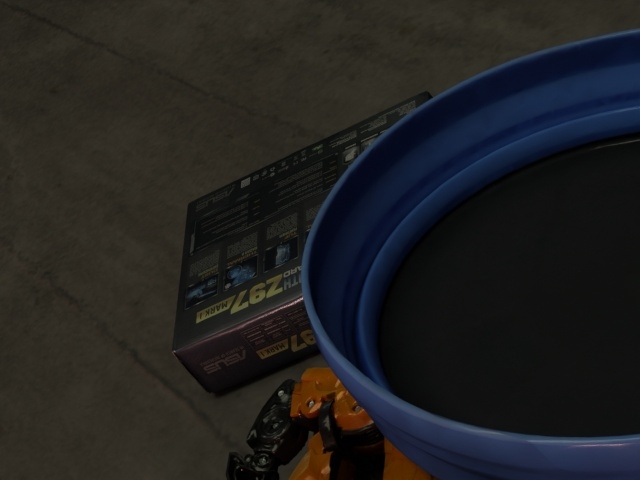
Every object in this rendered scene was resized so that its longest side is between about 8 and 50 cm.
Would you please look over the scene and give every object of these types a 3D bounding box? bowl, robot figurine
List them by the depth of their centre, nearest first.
[{"bbox_3d":[0.185,0.004,0.829,0.391,0.077,0.391,-13,34,9],"label":"bowl"},{"bbox_3d":[0.034,0.174,0.844,0.211,0.085,0.291,-21,37,25],"label":"robot figurine"}]

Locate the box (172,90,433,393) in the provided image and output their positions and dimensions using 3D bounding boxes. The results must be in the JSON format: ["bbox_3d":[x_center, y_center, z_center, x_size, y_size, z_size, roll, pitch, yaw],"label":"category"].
[{"bbox_3d":[0.000,0.000,1.111,0.232,0.059,0.183,-25,35,18],"label":"box"}]
